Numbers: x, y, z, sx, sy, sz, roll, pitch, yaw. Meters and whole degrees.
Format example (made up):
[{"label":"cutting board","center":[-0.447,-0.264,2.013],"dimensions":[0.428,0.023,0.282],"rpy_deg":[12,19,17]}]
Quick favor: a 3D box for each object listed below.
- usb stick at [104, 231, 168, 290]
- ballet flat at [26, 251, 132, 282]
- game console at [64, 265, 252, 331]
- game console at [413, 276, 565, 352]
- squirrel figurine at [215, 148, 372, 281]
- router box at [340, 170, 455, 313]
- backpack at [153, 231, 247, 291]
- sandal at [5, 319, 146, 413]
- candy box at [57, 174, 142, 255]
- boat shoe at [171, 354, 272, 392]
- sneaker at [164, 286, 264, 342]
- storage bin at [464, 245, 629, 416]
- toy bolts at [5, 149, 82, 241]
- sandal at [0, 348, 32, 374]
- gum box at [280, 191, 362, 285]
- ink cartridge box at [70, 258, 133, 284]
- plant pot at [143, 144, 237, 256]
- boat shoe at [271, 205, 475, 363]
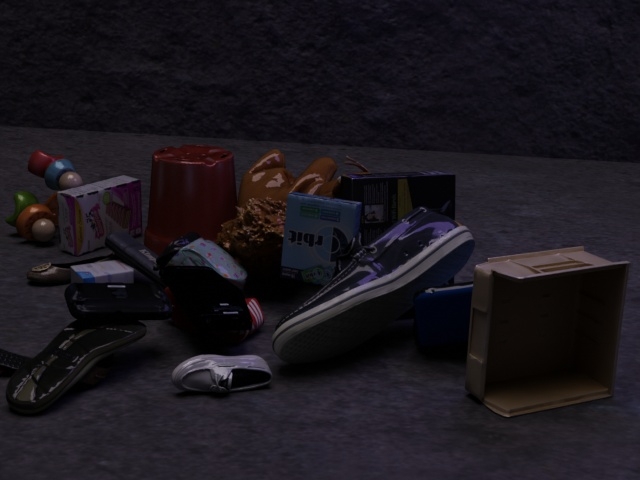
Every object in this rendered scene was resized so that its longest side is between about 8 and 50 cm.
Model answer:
[{"label":"usb stick","center":[-0.392,0.056,2.265],"dimensions":[0.278,0.045,0.077],"rpy_deg":[32,19,32]},{"label":"ballet flat","center":[-0.563,0.059,2.314],"dimensions":[0.249,0.058,0.084],"rpy_deg":[-6,19,-24]},{"label":"game console","center":[-0.318,0.111,1.924],"dimensions":[0.361,0.044,0.213],"rpy_deg":[2,24,-29]},{"label":"game console","center":[0.333,0.118,2.002],"dimensions":[0.293,0.250,0.173],"rpy_deg":[-8,44,3]},{"label":"squirrel figurine","center":[-0.037,-0.037,2.285],"dimensions":[0.370,0.281,0.397],"rpy_deg":[0,29,45]},{"label":"router box","center":[0.170,0.006,2.155],"dimensions":[0.242,0.309,0.081],"rpy_deg":[-3,10,-17]},{"label":"backpack","center":[-0.253,0.068,2.154],"dimensions":[0.182,0.115,0.152],"rpy_deg":[41,28,6]},{"label":"sandal","center":[-0.444,0.226,1.792],"dimensions":[0.120,0.086,0.303],"rpy_deg":[20,39,30]},{"label":"candy box","center":[-0.565,-0.067,2.541],"dimensions":[0.071,0.159,0.233],"rpy_deg":[14,22,33]},{"label":"boat shoe","center":[-0.175,0.248,1.784],"dimensions":[0.184,0.066,0.063],"rpy_deg":[4,14,-27]},{"label":"sneaker","center":[-0.218,0.149,2.074],"dimensions":[0.221,0.087,0.128],"rpy_deg":[25,18,25]},{"label":"storage bin","center":[0.406,0.160,1.788],"dimensions":[0.260,0.262,0.123],"rpy_deg":[-6,19,-25]},{"label":"toy bolts","center":[-0.682,-0.104,2.582],"dimensions":[0.158,0.229,0.218],"rpy_deg":[34,19,36]},{"label":"sandal","center":[-0.602,0.230,1.829],"dimensions":[0.179,0.040,0.067],"rpy_deg":[17,24,-1]},{"label":"gum box","center":[0.000,0.000,2.083],"dimensions":[0.157,0.184,0.041],"rpy_deg":[9,12,18]},{"label":"ink cartridge box","center":[-0.498,0.086,2.250],"dimensions":[0.122,0.052,0.088],"rpy_deg":[-9,22,-30]},{"label":"plant pot","center":[-0.319,-0.092,2.476],"dimensions":[0.272,0.265,0.272],"rpy_deg":[2,18,-1]},{"label":"boat shoe","center":[0.090,0.082,1.972],"dimensions":[0.500,0.187,0.156],"rpy_deg":[-31,62,-27]}]
